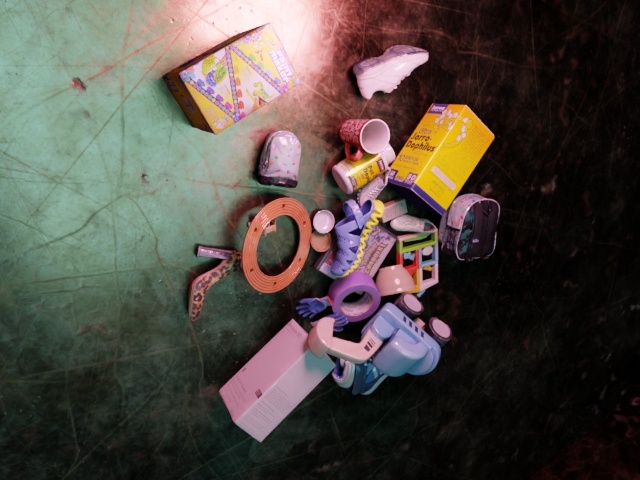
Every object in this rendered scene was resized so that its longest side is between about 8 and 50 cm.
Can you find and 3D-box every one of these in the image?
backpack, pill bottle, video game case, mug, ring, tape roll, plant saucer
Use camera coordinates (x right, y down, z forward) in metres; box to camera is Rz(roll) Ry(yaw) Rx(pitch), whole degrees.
[{"bbox_3d":[0.608,-0.065,1.988,0.225,0.191,0.253,-6,116,-28],"label":"backpack"},{"bbox_3d":[0.156,-0.266,1.734,0.215,0.117,0.117,-34,118,-9],"label":"pill bottle"},{"bbox_3d":[-0.127,-0.267,1.601,0.152,0.115,0.181,4,102,-25],"label":"backpack"},{"bbox_3d":[0.140,0.045,1.880,0.248,0.035,0.274,32,90,-31],"label":"video game case"},{"bbox_3d":[0.129,-0.355,1.668,0.150,0.169,0.113,-34,118,-13],"label":"mug"},{"bbox_3d":[-0.149,0.017,1.667,0.337,0.032,0.336,-25,123,-46],"label":"ring"},{"bbox_3d":[0.129,0.217,1.869,0.189,0.080,0.188,-7,125,-11],"label":"tape roll"},{"bbox_3d":[0.000,0.000,1.797,0.084,0.015,0.083,1,87,-22],"label":"plant saucer"}]

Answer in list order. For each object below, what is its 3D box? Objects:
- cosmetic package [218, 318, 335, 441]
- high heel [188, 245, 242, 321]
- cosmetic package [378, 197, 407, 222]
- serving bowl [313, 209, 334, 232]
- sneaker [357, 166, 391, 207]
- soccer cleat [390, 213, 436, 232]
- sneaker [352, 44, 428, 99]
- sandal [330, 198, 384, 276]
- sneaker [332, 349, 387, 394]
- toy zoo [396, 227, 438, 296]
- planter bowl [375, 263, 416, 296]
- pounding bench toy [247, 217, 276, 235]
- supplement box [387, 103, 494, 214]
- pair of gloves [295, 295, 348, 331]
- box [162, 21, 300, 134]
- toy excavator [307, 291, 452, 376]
[{"bbox_3d":[-0.157,0.500,1.776,0.385,0.217,0.156,-46,121,-8],"label":"cosmetic package"},{"bbox_3d":[-0.340,0.155,1.638,0.186,0.093,0.261,10,92,-22],"label":"high heel"},{"bbox_3d":[0.276,-0.119,1.891,0.115,0.041,0.060,-22,114,-19],"label":"cosmetic package"},{"bbox_3d":[0.008,-0.070,1.778,0.084,0.027,0.083,-4,100,-24],"label":"serving bowl"},{"bbox_3d":[0.202,-0.198,1.806,0.071,0.083,0.190,18,99,-31],"label":"sneaker"},{"bbox_3d":[0.369,-0.064,1.935,0.197,0.076,0.068,2,105,-27],"label":"soccer cleat"},{"bbox_3d":[0.247,-0.594,1.705,0.297,0.111,0.129,-24,131,-14],"label":"sneaker"},{"bbox_3d":[0.103,-0.021,1.759,0.138,0.126,0.317,25,85,-26],"label":"sandal"},{"bbox_3d":[0.187,0.473,1.985,0.236,0.130,0.322,34,95,-35],"label":"sneaker"},{"bbox_3d":[0.405,0.104,2.034,0.193,0.030,0.293,-13,111,-22],"label":"toy zoo"},{"bbox_3d":[0.289,0.155,1.933,0.162,0.162,0.109,-9,83,-24],"label":"planter bowl"},{"bbox_3d":[-0.201,-0.055,1.671,0.065,0.083,0.052,-26,123,-53],"label":"pounding bench toy"},{"bbox_3d":[0.438,-0.307,1.823,0.195,0.194,0.356,34,89,-31],"label":"supplement box"},{"bbox_3d":[0.008,0.284,1.844,0.159,0.023,0.198,-21,121,30],"label":"pair of gloves"},{"bbox_3d":[-0.258,-0.453,1.374,0.279,0.290,0.177,-35,118,-13],"label":"box"},{"bbox_3d":[0.216,0.367,1.762,0.433,0.445,0.222,41,125,6],"label":"toy excavator"}]
